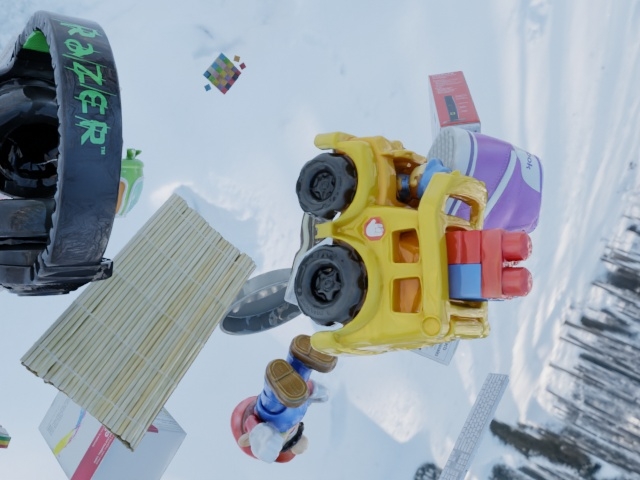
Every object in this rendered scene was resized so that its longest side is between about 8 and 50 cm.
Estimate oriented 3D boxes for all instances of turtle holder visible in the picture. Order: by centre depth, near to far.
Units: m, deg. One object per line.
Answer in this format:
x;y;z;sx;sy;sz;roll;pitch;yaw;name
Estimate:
-0.720;-0.191;2.164;0.243;0.320;0.227;-5;97;-37;turtle holder

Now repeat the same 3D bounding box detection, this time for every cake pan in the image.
-0.142;0.165;1.757;0.293;0.054;0.293;-20;154;-10;cake pan

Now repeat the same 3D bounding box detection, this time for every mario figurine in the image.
-0.046;0.304;1.127;0.198;0.170;0.320;-6;145;-23;mario figurine

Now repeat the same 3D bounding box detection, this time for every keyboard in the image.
0.296;0.373;1.266;0.256;0.014;0.072;-59;-164;-16;keyboard

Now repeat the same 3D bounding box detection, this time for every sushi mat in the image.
-0.194;0.077;0.772;0.019;0.151;0.316;-41;-167;41;sushi mat

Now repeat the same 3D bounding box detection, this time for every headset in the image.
-0.264;-0.052;0.670;0.185;0.243;0.394;1;157;-37;headset

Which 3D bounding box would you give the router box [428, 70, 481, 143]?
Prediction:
0.304;-0.171;1.464;0.301;0.082;0.335;-84;166;-55;router box

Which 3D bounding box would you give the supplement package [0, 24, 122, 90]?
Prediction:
-0.725;-0.419;1.769;0.293;0.175;0.177;37;111;-25;supplement package

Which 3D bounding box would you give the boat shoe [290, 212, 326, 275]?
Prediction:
0.003;0.004;1.623;0.095;0.095;0.257;56;39;-53;boat shoe

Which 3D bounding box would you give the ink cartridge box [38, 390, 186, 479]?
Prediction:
-0.325;0.294;1.006;0.128;0.176;0.127;29;92;-49;ink cartridge box

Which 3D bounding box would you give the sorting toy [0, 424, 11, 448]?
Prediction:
-0.777;0.434;1.449;0.132;0.275;0.046;22;72;-26;sorting toy

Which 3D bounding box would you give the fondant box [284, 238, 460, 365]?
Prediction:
0.124;0.109;1.294;0.238;0.330;0.096;-36;146;-71;fondant box

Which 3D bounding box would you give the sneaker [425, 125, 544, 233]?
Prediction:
0.173;0.006;0.798;0.161;0.102;0.282;11;128;-19;sneaker

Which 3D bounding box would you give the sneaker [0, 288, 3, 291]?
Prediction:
-0.927;0.075;1.859;0.217;0.121;0.079;-25;166;11;sneaker

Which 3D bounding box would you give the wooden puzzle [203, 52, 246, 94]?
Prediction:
-0.163;-0.279;1.084;0.049;0.006;0.083;41;82;-33;wooden puzzle

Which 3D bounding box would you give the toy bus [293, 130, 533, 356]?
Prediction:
0.096;-0.003;0.612;0.149;0.212;0.220;12;74;-51;toy bus

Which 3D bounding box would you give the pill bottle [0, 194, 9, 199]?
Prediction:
-0.813;-0.204;1.559;0.181;0.182;0.323;-57;-169;-15;pill bottle
